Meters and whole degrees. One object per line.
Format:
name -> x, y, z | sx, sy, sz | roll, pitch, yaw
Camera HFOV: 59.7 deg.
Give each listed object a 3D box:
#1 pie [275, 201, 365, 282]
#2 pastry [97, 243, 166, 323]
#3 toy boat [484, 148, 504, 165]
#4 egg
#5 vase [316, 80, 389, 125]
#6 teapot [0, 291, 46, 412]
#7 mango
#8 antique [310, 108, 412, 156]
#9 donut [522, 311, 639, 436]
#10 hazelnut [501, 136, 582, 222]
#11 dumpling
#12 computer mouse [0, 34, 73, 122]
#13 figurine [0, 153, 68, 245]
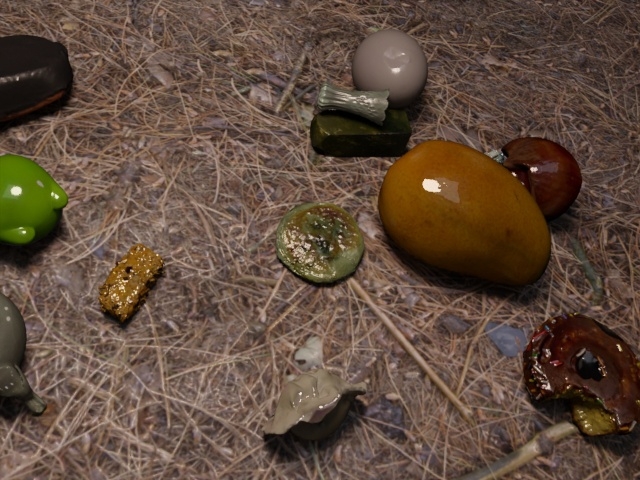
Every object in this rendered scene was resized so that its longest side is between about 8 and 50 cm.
pie -> 0.000, 0.000, 1.107 | 0.187, 0.041, 0.186 | 7, 58, -11
pastry -> -0.332, 0.072, 0.975 | 0.080, 0.056, 0.140 | 33, 50, -1
toy boat -> 0.381, -0.178, 1.298 | 0.140, 0.066, 0.059 | -26, 64, -27
egg -> 0.162, -0.395, 1.303 | 0.176, 0.176, 0.232 | 7, 32, -9
vase -> 0.068, -0.300, 1.202 | 0.149, 0.081, 0.081 | 11, 57, -1
teapot -> -0.543, 0.158, 0.828 | 0.294, 0.129, 0.193 | 29, 56, 7
mango -> 0.295, -0.050, 1.112 | 0.378, 0.221, 0.263 | 30, 51, -7
antique -> 0.086, -0.244, 1.260 | 0.221, 0.080, 0.081 | -3, 58, -14
donut -> 0.481, 0.247, 1.039 | 0.230, 0.096, 0.216 | 18, 54, -2
hazelnut -> 0.485, -0.142, 1.254 | 0.161, 0.170, 0.201 | -30, 40, -2
dumpling -> -0.007, 0.260, 0.890 | 0.188, 0.127, 0.108 | -17, 71, -16
computer mouse -> -0.651, -0.311, 1.099 | 0.323, 0.116, 0.183 | -28, 66, -35
figurine -> -0.568, -0.082, 0.971 | 0.263, 0.143, 0.162 | 26, 59, 17
